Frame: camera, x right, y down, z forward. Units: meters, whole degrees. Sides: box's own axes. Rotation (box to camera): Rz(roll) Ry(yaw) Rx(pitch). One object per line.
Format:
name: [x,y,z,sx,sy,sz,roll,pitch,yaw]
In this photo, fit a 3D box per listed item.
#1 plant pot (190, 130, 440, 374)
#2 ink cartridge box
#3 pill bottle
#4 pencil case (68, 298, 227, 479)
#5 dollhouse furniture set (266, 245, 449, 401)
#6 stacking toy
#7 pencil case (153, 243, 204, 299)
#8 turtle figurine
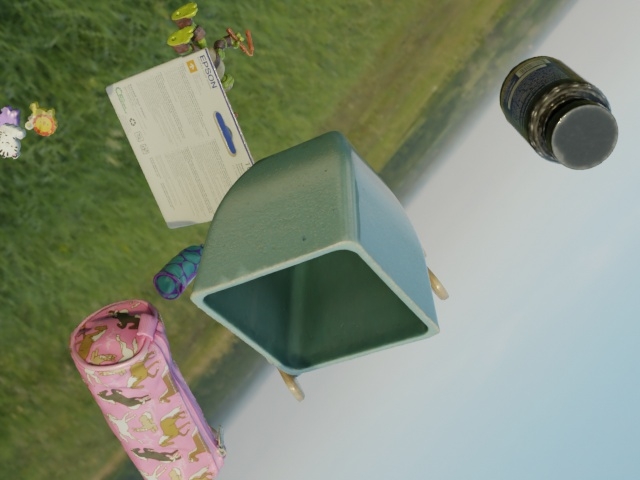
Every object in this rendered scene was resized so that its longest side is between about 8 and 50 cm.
plant pot: [0.000,0.000,1.298,0.247,0.247,0.252,-19,-132,25]
ink cartridge box: [-0.247,-0.197,1.853,0.330,0.324,0.071,-9,-161,42]
pill bottle: [0.342,-0.182,1.345,0.123,0.122,0.219,-51,-161,17]
pencil case: [-0.289,0.277,1.614,0.167,0.160,0.386,-31,130,-14]
dollhouse furniture set: [0.032,0.100,1.746,0.362,0.394,0.256,-34,-140,-2]
stacking toy: [-0.548,-0.208,1.499,0.167,0.221,0.052,-84,-163,-70]
pencil case: [-0.279,0.064,1.915,0.152,0.070,0.065,-49,154,-59]
turtle figurine: [-0.231,-0.381,1.929,0.217,0.087,0.270,53,47,-49]
